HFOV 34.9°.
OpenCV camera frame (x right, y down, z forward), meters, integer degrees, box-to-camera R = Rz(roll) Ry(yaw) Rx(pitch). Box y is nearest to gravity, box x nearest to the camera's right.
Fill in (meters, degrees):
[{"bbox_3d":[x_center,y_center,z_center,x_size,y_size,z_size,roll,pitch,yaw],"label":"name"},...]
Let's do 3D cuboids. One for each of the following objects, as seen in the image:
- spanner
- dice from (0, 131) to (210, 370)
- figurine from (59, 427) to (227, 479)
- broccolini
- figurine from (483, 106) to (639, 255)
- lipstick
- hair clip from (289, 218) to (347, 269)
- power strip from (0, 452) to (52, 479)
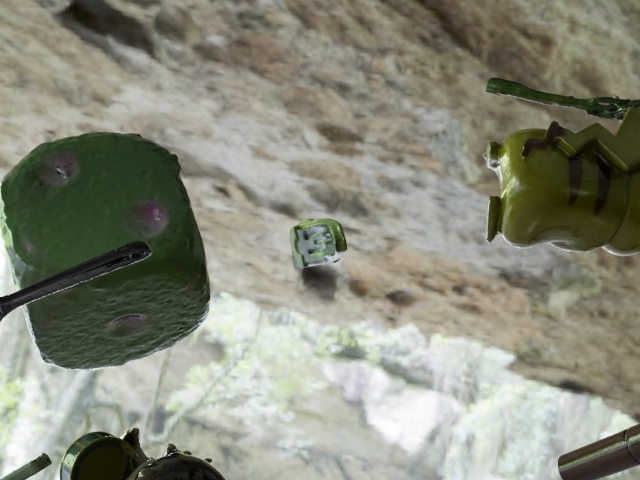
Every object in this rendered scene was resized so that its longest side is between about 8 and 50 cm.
[{"bbox_3d":[-0.245,0.044,0.920,0.208,0.012,0.046,-22,-29,10],"label":"spanner"},{"bbox_3d":[-0.386,0.018,1.805,0.318,0.330,0.322,-15,-30,-15],"label":"dice"},{"bbox_3d":[-0.201,0.321,1.242,0.275,0.161,0.158,3,-32,48],"label":"figurine"},{"bbox_3d":[0.379,-0.218,1.533,0.254,0.057,0.071,19,-28,15],"label":"broccolini"},{"bbox_3d":[0.380,-0.074,1.363,0.327,0.218,0.169,8,-24,-9],"label":"figurine"},{"bbox_3d":[0.484,0.272,1.429,0.057,0.057,0.357,19,-37,-34],"label":"lipstick"},{"bbox_3d":[0.000,0.000,1.210,0.033,0.060,0.188,-14,0,-20],"label":"hair clip"},{"bbox_3d":[-0.321,0.249,1.056,0.090,0.016,0.040,-30,-1,6],"label":"power strip"}]
